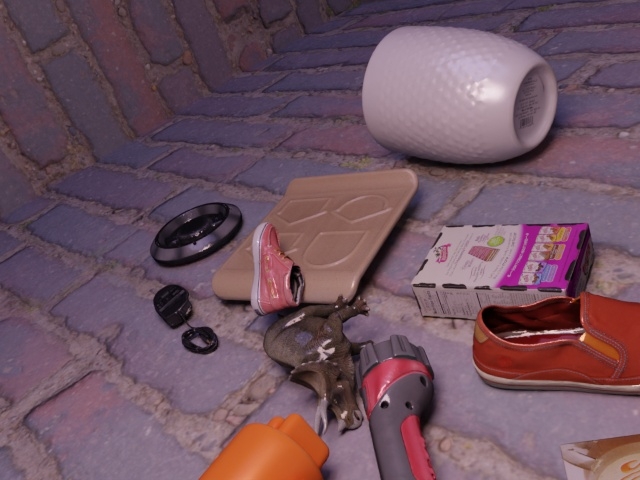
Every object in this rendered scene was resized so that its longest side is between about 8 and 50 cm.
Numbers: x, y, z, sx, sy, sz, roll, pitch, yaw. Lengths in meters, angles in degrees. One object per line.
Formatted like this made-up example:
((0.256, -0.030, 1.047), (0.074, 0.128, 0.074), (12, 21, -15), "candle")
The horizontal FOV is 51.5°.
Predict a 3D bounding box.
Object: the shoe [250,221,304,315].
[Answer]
((-0.070, 0.042, 1.143), (0.081, 0.063, 0.178), (-15, 56, 24), "shoe")

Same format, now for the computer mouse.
((-0.250, 0.151, 1.247), (0.071, 0.041, 0.242), (-40, 38, -12), "computer mouse")

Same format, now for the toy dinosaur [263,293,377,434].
((-0.018, 0.147, 0.995), (0.160, 0.121, 0.313), (-21, 30, -26), "toy dinosaur")

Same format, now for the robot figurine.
((-0.081, 0.302, 0.764), (0.158, 0.128, 0.219), (17, 46, 32), "robot figurine")

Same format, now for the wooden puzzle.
((0.000, 0.000, 1.284), (0.322, 0.081, 0.348), (-2, 39, 34), "wooden puzzle")

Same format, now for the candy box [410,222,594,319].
((0.275, 0.046, 1.004), (0.233, 0.071, 0.159), (1, 36, 35), "candy box")

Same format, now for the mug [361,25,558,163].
((0.330, -0.296, 1.389), (0.374, 0.276, 0.328), (-6, 19, -42), "mug")

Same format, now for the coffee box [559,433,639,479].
((0.354, 0.245, 0.580), (0.246, 0.098, 0.141), (-13, 30, 17), "coffee box")

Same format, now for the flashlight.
((0.111, 0.243, 0.772), (0.103, 0.103, 0.304), (-44, 28, 17), "flashlight")

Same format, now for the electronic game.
((-0.289, -0.019, 1.542), (0.229, 0.048, 0.229), (-17, 30, 10), "electronic game")

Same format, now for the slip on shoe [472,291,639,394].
((0.346, 0.115, 0.808), (0.331, 0.101, 0.123), (-7, 30, 24), "slip on shoe")
